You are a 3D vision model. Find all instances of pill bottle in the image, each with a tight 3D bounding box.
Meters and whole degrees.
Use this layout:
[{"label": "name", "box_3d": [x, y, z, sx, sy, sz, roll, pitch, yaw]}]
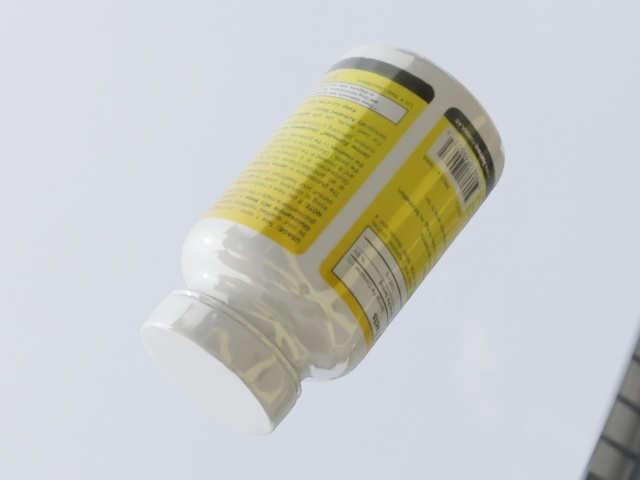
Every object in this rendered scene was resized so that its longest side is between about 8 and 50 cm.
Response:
[{"label": "pill bottle", "box_3d": [0.000, 0.000, 1.342, 0.334, 0.188, 0.188, -50, -59, -24]}]
